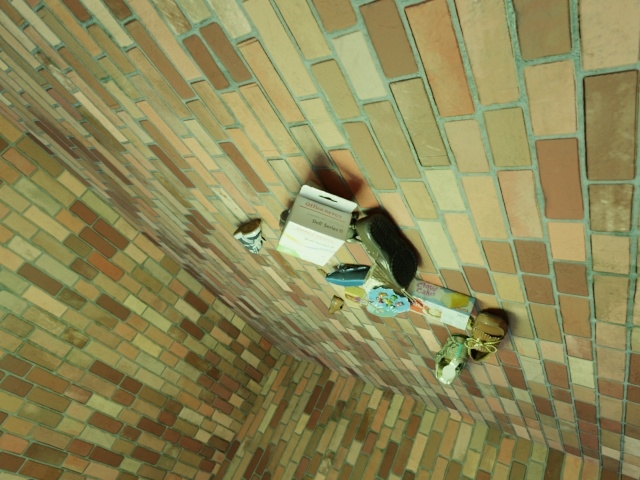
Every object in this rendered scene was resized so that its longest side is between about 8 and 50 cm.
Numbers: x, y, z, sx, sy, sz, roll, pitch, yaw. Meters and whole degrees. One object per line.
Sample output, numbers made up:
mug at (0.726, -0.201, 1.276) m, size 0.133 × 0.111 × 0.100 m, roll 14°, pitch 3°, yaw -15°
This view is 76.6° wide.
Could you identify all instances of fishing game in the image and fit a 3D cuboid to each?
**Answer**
fishing game at (0.287, 0.259, 1.709) m, size 0.189 × 0.041 × 0.264 m, roll 41°, pitch 146°, yaw -23°

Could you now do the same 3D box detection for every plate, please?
plate at (0.324, 0.346, 2.017) m, size 0.188 × 0.024 × 0.188 m, roll 2°, pitch 148°, yaw 2°

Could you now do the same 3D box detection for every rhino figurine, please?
rhino figurine at (0.093, -0.073, 1.531) m, size 0.106 × 0.073 × 0.243 m, roll 3°, pitch 142°, yaw 37°

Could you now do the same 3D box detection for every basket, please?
basket at (0.284, 0.173, 1.733) m, size 0.167 × 0.113 × 0.103 m, roll 27°, pitch 150°, yaw 3°

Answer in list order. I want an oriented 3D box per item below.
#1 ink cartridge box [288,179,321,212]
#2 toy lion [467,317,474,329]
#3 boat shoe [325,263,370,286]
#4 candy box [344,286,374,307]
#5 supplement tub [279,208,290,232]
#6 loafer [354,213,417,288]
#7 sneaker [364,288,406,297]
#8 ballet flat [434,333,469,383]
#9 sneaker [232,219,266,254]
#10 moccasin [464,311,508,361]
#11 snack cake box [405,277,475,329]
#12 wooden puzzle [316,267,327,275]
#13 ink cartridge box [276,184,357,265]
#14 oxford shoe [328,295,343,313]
ink cartridge box at (-0.059, -0.150, 1.514) m, size 0.056 × 0.099 × 0.135 m, roll 33°, pitch 153°, yaw -7°
toy lion at (0.628, 0.352, 1.798) m, size 0.100 × 0.034 × 0.096 m, roll -9°, pitch 128°, yaw 52°
boat shoe at (0.138, 0.164, 1.898) m, size 0.258 × 0.089 × 0.109 m, roll -2°, pitch 153°, yaw 39°
candy box at (0.219, 0.296, 2.081) m, size 0.186 × 0.053 × 0.109 m, roll 20°, pitch 152°, yaw 21°
supplement tub at (-0.114, -0.047, 1.704) m, size 0.106 × 0.106 × 0.198 m, roll 18°, pitch 152°, yaw 22°
loafer at (0.249, 0.032, 1.528) m, size 0.130 × 0.134 × 0.366 m, roll 24°, pitch 152°, yaw 55°
sneaker at (0.303, 0.225, 1.856) m, size 0.232 × 0.090 × 0.115 m, roll 28°, pitch 125°, yaw 30°
ballet flat at (0.667, 0.639, 2.093) m, size 0.164 × 0.182 × 0.483 m, roll 19°, pitch 152°, yaw 18°
sneaker at (-0.325, -0.011, 2.026) m, size 0.153 × 0.099 × 0.282 m, roll 46°, pitch 157°, yaw -20°
moccasin at (0.689, 0.416, 1.712) m, size 0.139 × 0.147 × 0.380 m, roll 21°, pitch 153°, yaw 17°
snack cake box at (0.498, 0.267, 1.707) m, size 0.264 × 0.089 × 0.152 m, roll 18°, pitch 154°, yaw 22°
wooden puzzle at (0.009, 0.166, 2.112) m, size 0.083 × 0.006 × 0.049 m, roll 42°, pitch 151°, yaw -24°
ink cartridge box at (-0.023, -0.041, 1.447) m, size 0.207 × 0.119 × 0.353 m, roll 19°, pitch 155°, yaw -7°
oxford shoe at (0.089, 0.391, 2.363) m, size 0.076 × 0.076 × 0.212 m, roll 17°, pitch 154°, yaw 1°
